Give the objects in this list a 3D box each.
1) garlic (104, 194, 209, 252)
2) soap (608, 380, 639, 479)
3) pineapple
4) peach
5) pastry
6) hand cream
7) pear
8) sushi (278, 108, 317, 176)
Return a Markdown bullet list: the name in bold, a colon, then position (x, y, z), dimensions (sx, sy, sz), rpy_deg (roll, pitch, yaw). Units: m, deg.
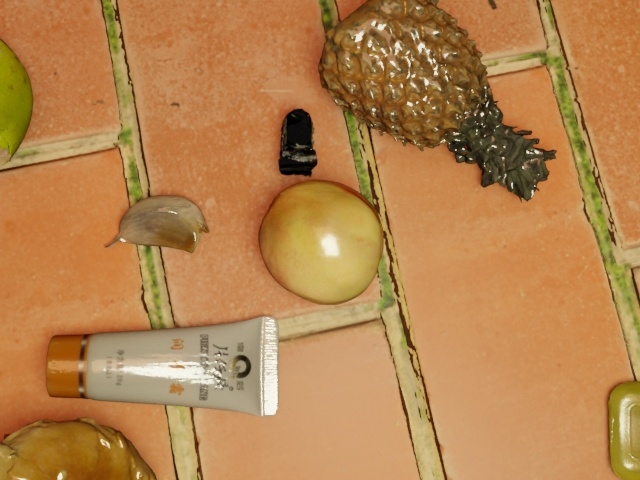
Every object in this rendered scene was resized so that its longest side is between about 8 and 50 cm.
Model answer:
- **garlic**: position (-0.235, -0.027, 1.161), dimensions (0.152, 0.066, 0.084), rpy_deg (6, 81, -2)
- **soap**: position (0.444, 0.267, 1.120), dimensions (0.089, 0.045, 0.140), rpy_deg (4, 78, -2)
- **pineapple**: position (0.176, -0.197, 1.140), dimensions (0.362, 0.202, 0.202), rpy_deg (39, 81, -1)
- **peach**: position (0.000, 0.000, 1.104), dimensions (0.184, 0.184, 0.184), rpy_deg (0, 79, 0)
- **pastry**: position (-0.332, 0.375, 1.002), dimensions (0.284, 0.184, 0.316), rpy_deg (-28, 102, -45)
- **hand cream**: position (-0.213, 0.181, 1.119), dimensions (0.314, 0.089, 0.140), rpy_deg (-1, 81, -9)
- **pear**: position (-0.508, -0.215, 1.145), dimensions (0.187, 0.187, 0.220), rpy_deg (-14, 67, -3)
- **sushi**: position (-0.035, -0.139, 1.174), dimensions (0.056, 0.085, 0.083), rpy_deg (-4, 79, -2)
